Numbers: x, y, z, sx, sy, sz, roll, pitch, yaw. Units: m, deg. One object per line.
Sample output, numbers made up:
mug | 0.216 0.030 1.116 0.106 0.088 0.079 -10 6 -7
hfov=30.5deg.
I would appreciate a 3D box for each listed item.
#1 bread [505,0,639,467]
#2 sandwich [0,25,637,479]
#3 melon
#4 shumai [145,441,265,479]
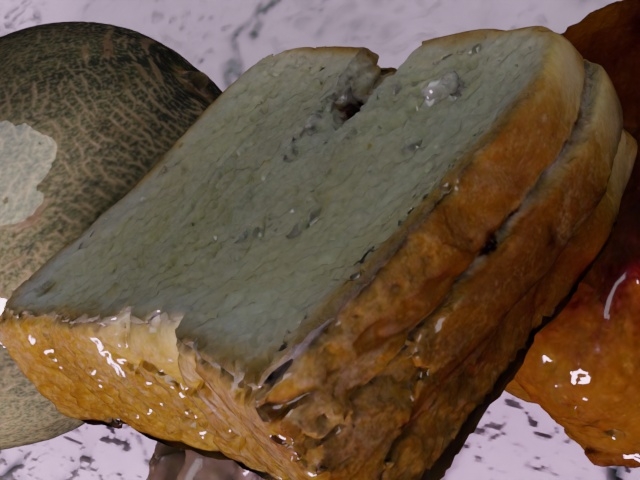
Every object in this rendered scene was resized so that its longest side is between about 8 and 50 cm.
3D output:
bread | 0.163 -0.008 0.624 0.232 0.135 0.246 17 78 53
sandwich | -0.001 -0.001 0.570 0.249 0.095 0.273 -48 29 -25
melon | -0.188 0.002 0.783 0.329 0.249 0.248 -40 51 15
shumai | -0.043 0.122 0.685 0.206 0.166 0.176 -42 37 -22
